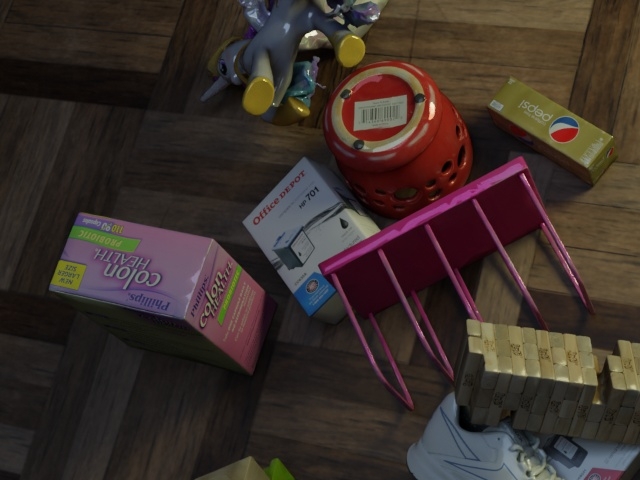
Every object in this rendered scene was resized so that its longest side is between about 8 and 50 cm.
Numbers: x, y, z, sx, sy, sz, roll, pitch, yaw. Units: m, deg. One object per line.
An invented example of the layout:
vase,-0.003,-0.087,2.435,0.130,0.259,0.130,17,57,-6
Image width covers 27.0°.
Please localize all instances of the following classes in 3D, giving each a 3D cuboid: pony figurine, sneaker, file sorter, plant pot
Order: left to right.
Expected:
pony figurine,-0.044,-0.326,1.911,0.351,0.303,0.363,-59,23,3
plant pot,0.104,-0.148,1.858,0.191,0.174,0.191,-8,63,16
file sorter,0.185,0.068,1.718,0.290,0.202,0.182,-28,64,7
sneaker,0.232,0.292,1.605,0.297,0.111,0.129,32,115,32

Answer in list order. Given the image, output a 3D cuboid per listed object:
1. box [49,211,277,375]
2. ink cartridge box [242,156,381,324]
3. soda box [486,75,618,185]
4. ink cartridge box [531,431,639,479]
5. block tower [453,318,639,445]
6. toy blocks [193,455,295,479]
box,-0.210,0.076,1.833,0.213,0.243,0.117,11,72,25
ink cartridge box,0.000,0.000,1.865,0.139,0.082,0.191,-46,60,15
soda box,0.320,-0.151,1.841,0.181,0.061,0.058,37,83,29
ink cartridge box,0.320,0.253,1.663,0.150,0.063,0.109,35,83,28
block tower,0.333,0.177,1.594,0.335,0.097,0.091,7,38,-3
toy blocks,-0.191,0.439,1.666,0.261,0.191,0.381,-26,24,23
